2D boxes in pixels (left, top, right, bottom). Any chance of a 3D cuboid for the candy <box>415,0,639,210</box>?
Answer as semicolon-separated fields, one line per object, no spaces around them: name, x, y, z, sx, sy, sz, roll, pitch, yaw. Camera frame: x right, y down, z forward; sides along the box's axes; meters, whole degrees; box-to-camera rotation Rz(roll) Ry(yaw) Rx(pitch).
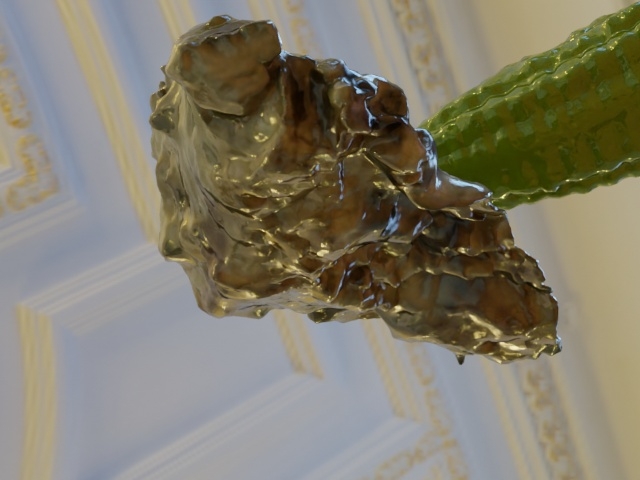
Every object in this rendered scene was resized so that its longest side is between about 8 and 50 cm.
candy;0.137;-0.069;0.764;0.209;0.097;0.097;-22;-77;7

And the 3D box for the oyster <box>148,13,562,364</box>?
oyster;-0.004;0.002;0.674;0.107;0.201;0.354;-62;-33;-16
